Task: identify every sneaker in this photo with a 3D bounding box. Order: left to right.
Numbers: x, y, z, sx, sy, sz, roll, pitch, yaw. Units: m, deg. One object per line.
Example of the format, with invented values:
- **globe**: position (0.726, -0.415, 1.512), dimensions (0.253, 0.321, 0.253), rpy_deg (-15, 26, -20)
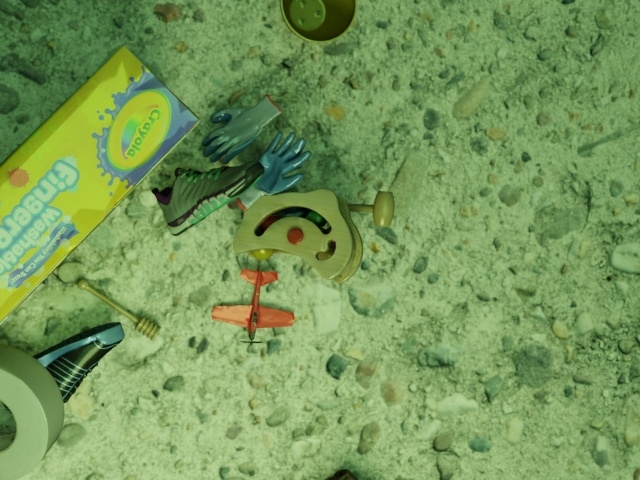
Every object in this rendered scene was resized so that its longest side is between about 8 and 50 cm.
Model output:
- **sneaker**: position (-0.425, 0.219, 1.821), dimensions (0.232, 0.081, 0.091), rpy_deg (-26, 100, -5)
- **sneaker**: position (-0.196, -0.093, 1.811), dimensions (0.223, 0.083, 0.098), rpy_deg (-31, 93, 32)

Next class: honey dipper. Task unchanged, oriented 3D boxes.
- **honey dipper**: position (-0.346, 0.115, 1.861), dimensions (0.160, 0.030, 0.030), rpy_deg (36, 83, -8)

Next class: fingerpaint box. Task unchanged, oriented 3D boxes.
- **fingerpaint box**: position (-0.411, -0.070, 1.663), dimensions (0.163, 0.371, 0.445), rpy_deg (45, 83, -11)

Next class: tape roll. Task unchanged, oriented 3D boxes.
- **tape roll**: position (-0.528, 0.278, 1.750), dimensions (0.219, 0.072, 0.219), rpy_deg (3, 110, 7)

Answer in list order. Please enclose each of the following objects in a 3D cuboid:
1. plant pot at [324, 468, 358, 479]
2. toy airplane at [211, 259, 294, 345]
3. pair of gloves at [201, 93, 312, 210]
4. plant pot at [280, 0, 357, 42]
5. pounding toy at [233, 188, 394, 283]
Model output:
- **plant pot**: position (0.053, 0.503, 1.907), dimensions (0.167, 0.167, 0.165), rpy_deg (-41, 91, -9)
- **toy airplane**: position (-0.112, 0.111, 1.914), dimensions (0.151, 0.028, 0.151), rpy_deg (0, 92, -12)
- **pair of gloves**: position (-0.114, -0.157, 1.857), dimensions (0.159, 0.023, 0.198), rpy_deg (-38, 70, 6)
- **plant pot**: position (-0.013, -0.404, 1.888), dimensions (0.134, 0.095, 0.134), rpy_deg (0, 91, -14)
- **pounding toy**: position (0.000, 0.000, 1.880), dimensions (0.269, 0.155, 0.154), rpy_deg (-4, 81, 17)
